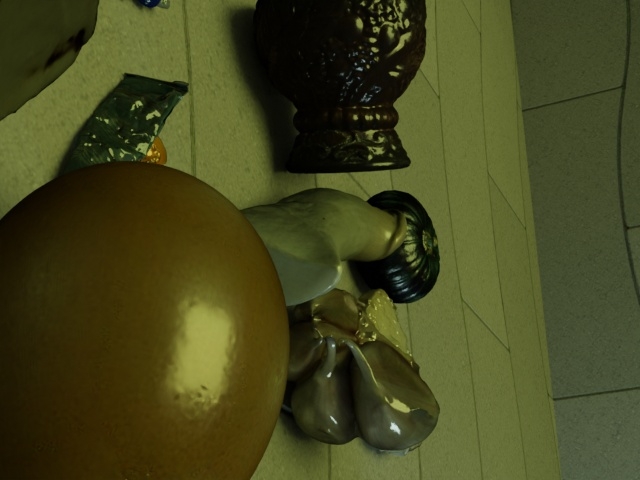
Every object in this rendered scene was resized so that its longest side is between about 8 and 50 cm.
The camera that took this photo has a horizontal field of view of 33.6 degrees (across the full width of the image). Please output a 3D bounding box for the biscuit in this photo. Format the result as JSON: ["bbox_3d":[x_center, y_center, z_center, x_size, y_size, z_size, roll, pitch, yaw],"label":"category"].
[{"bbox_3d":[0.103,0.230,1.725,0.179,0.084,0.281,-30,108,-67],"label":"biscuit"}]

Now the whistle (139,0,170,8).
[{"bbox_3d":[-0.214,-0.301,1.301,0.083,0.029,0.033,13,75,-55],"label":"whistle"}]

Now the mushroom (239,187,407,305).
[{"bbox_3d":[0.001,0.000,1.489,0.397,0.177,0.126,-31,136,-68],"label":"mushroom"}]

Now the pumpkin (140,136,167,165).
[{"bbox_3d":[-0.210,-0.091,1.207,0.050,0.028,0.083,51,38,-18],"label":"pumpkin"}]

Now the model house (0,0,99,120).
[{"bbox_3d":[-0.323,-0.238,0.741,0.282,0.297,0.317,30,38,0],"label":"model house"}]

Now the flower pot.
[{"bbox_3d":[0.037,-0.238,1.600,0.266,0.266,0.267,-23,110,-67],"label":"flower pot"}]

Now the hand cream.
[{"bbox_3d":[-0.218,-0.113,1.152,0.075,0.052,0.248,31,43,-10],"label":"hand cream"}]

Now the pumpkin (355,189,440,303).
[{"bbox_3d":[0.137,0.011,1.847,0.202,0.140,0.202,43,40,-50],"label":"pumpkin"}]

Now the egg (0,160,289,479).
[{"bbox_3d":[-0.167,0.100,0.878,0.283,0.282,0.351,54,35,-45],"label":"egg"}]

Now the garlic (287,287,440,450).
[{"bbox_3d":[0.054,0.178,1.483,0.292,0.210,0.238,-30,113,-76],"label":"garlic"}]
